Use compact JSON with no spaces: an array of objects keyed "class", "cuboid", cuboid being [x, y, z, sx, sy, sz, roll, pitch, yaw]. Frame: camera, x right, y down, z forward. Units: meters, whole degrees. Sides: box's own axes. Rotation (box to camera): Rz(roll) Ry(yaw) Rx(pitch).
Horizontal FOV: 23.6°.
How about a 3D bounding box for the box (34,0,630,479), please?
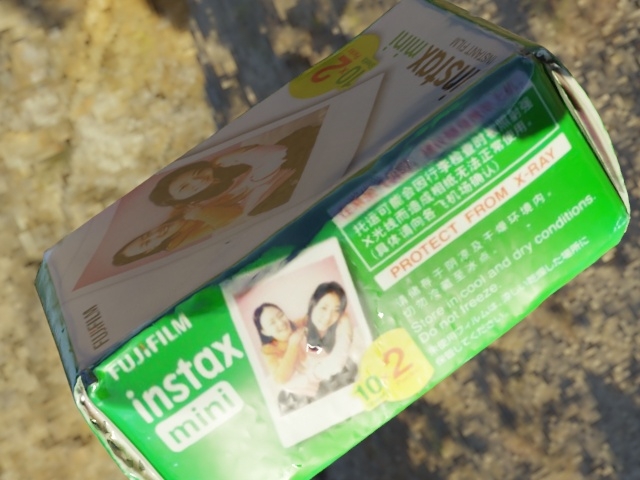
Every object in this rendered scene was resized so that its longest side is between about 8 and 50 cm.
[{"class":"box","cuboid":[0.000,0.000,0.688,0.103,0.250,0.180,53,178,-24]}]
